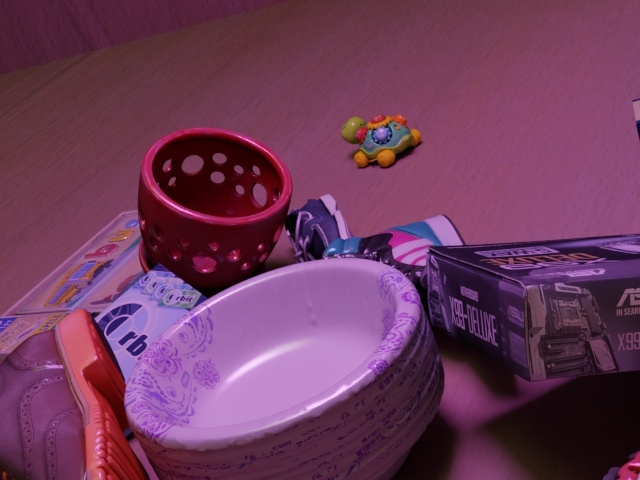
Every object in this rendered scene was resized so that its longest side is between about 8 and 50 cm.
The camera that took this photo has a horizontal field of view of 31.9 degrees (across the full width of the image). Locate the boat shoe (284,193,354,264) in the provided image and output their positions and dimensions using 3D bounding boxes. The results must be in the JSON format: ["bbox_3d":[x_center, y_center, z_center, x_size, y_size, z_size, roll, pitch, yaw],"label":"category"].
[{"bbox_3d":[0.000,0.000,1.421,0.079,0.095,0.254,-20,21,-3],"label":"boat shoe"}]

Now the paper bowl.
[{"bbox_3d":[-0.024,0.148,1.031,0.284,0.148,0.284,-19,24,9],"label":"paper bowl"}]

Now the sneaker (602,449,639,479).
[{"bbox_3d":[0.288,0.177,0.768,0.276,0.098,0.135,-33,23,-30],"label":"sneaker"}]

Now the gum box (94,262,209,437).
[{"bbox_3d":[-0.208,0.125,1.292,0.184,0.041,0.157,-43,41,-17],"label":"gum box"}]

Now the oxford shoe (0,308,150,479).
[{"bbox_3d":[-0.225,0.204,0.982,0.132,0.130,0.364,-25,30,-4],"label":"oxford shoe"}]

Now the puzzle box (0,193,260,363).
[{"bbox_3d":[-0.285,0.062,1.582,0.272,0.052,0.409,-7,26,31],"label":"puzzle box"}]

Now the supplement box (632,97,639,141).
[{"bbox_3d":[0.447,-0.150,1.429,0.083,0.056,0.083,-13,24,17],"label":"supplement box"}]

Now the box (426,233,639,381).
[{"bbox_3d":[0.268,0.044,0.933,0.307,0.077,0.242,-4,6,-10],"label":"box"}]

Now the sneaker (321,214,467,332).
[{"bbox_3d":[0.081,0.057,1.178,0.178,0.124,0.295,-17,15,-2],"label":"sneaker"}]

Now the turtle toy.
[{"bbox_3d":[0.088,-0.163,1.751,0.130,0.066,0.095,4,32,45],"label":"turtle toy"}]

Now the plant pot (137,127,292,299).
[{"bbox_3d":[-0.144,-0.022,1.435,0.191,0.174,0.191,10,39,-8],"label":"plant pot"}]
